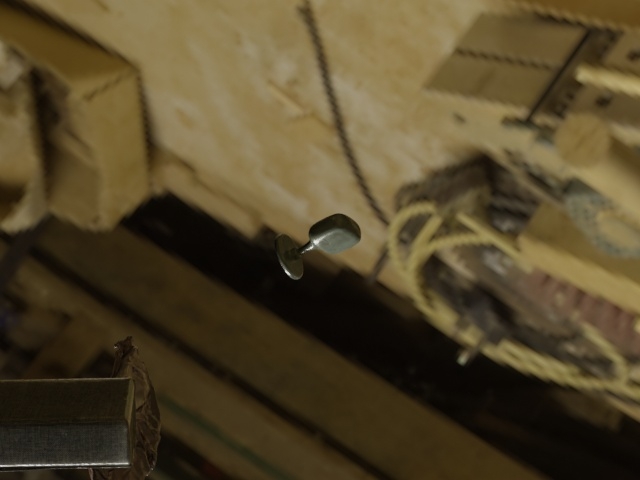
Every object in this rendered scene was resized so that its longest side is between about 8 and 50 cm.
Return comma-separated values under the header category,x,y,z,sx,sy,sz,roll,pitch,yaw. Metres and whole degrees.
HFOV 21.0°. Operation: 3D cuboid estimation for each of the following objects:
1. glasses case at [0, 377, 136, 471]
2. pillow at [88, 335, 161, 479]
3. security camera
category,x,y,z,sx,sy,sz,roll,pitch,yaw
glasses case,-0.226,0.126,1.146,0.205,0.047,0.071,-1,-161,-2
pillow,-0.225,0.222,2.021,0.049,0.248,0.135,-11,116,10
security camera,0.000,0.000,1.898,0.092,0.058,0.058,-25,126,19
